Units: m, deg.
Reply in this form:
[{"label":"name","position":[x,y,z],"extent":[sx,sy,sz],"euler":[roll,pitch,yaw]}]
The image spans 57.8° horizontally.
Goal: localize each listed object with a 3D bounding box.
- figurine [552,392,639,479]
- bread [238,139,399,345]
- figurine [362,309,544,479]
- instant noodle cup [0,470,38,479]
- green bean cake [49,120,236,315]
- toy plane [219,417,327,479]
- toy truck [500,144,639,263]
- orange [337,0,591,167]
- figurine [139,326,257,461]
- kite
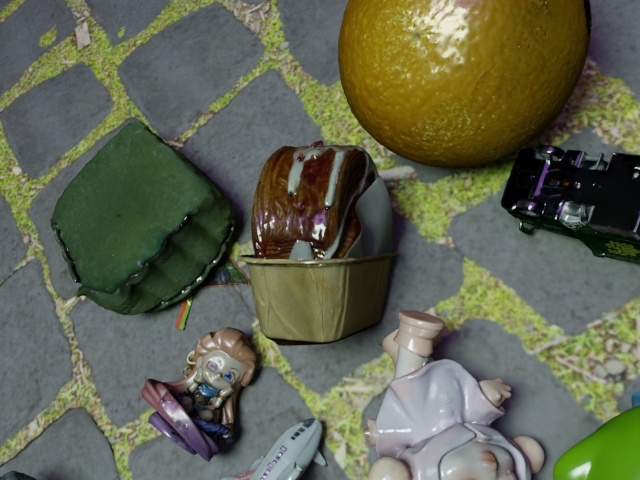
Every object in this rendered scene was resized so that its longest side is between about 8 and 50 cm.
[{"label":"figurine","position":[0.331,0.197,0.471],"extent":[0.263,0.143,0.162],"euler":[-17,79,1]},{"label":"bread","position":[0.000,0.000,0.634],"extent":[0.142,0.224,0.212],"euler":[-2,90,23]},{"label":"figurine","position":[0.117,0.204,0.555],"extent":[0.133,0.200,0.276],"euler":[-48,46,48]},{"label":"instant noodle cup","position":[-0.356,0.355,0.676],"extent":[0.208,0.177,0.126],"euler":[35,66,0]},{"label":"green bean cake","position":[-0.246,-0.023,0.797],"extent":[0.222,0.125,0.227],"euler":[-45,55,-1]},{"label":"toy plane","position":[-0.055,0.266,0.624],"extent":[0.171,0.066,0.162],"euler":[-39,13,-22]},{"label":"toy truck","position":[0.312,-0.028,0.552],"extent":[0.259,0.121,0.088],"euler":[18,85,49]},{"label":"orange","position":[0.152,-0.212,0.637],"extent":[0.274,0.274,0.274],"euler":[-8,66,19]},{"label":"figurine","position":[-0.142,0.179,0.697],"extent":[0.126,0.114,0.157],"euler":[29,48,-1]},{"label":"kite","position":[-0.183,0.047,0.812],"extent":[0.189,0.010,0.159],"euler":[-9,66,20]}]
